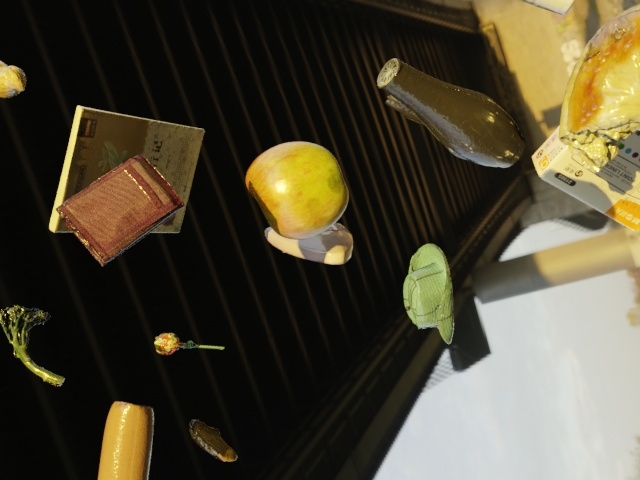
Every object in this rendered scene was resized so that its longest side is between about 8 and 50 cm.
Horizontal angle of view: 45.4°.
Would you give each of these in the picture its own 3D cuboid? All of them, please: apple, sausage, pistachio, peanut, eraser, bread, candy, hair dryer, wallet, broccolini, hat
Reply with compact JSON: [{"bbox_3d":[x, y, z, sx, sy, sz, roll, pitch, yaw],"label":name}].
[{"bbox_3d":[-0.041,-0.102,1.499,0.196,0.196,0.195,47,-146,-46],"label":"apple"},{"bbox_3d":[-0.477,0.518,1.890,0.123,0.123,0.252,12,-94,-65],"label":"sausage"},{"bbox_3d":[-0.313,0.573,2.176,0.173,0.049,0.089,44,-159,-8],"label":"pistachio"},{"bbox_3d":[-0.696,-0.354,1.674,0.080,0.175,0.080,-14,-70,-41],"label":"peanut"},{"bbox_3d":[0.000,-0.001,1.767,0.243,0.204,0.059,-143,54,-65],"label":"eraser"},{"bbox_3d":[0.498,-0.254,1.159,0.171,0.314,0.192,8,-118,-29],"label":"bread"},{"bbox_3d":[-0.283,0.231,1.684,0.185,0.056,0.049,12,-97,-46],"label":"candy"},{"bbox_3d":[0.118,-0.159,0.910,0.196,0.075,0.219,26,-176,-27],"label":"hair dryer"},{"bbox_3d":[-0.298,-0.050,1.150,0.111,0.030,0.166,51,-124,-5],"label":"wallet"},{"bbox_3d":[-0.669,0.247,1.825,0.123,0.271,0.062,-30,-33,-32],"label":"broccolini"},{"bbox_3d":[0.186,0.102,1.357,0.138,0.078,0.190,-129,27,-62],"label":"hat"}]

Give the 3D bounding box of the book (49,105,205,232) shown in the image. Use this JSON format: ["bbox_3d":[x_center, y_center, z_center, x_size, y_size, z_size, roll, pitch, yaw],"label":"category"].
[{"bbox_3d":[-0.339,-0.116,1.388,0.310,0.021,0.216,-1,-69,-59],"label":"book"}]

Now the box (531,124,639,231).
[{"bbox_3d":[0.593,-0.164,1.508,0.274,0.220,0.091,23,-145,-18],"label":"box"}]

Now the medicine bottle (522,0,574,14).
[{"bbox_3d":[0.466,-0.618,1.738,0.144,0.252,0.144,19,-90,-90],"label":"medicine bottle"}]
